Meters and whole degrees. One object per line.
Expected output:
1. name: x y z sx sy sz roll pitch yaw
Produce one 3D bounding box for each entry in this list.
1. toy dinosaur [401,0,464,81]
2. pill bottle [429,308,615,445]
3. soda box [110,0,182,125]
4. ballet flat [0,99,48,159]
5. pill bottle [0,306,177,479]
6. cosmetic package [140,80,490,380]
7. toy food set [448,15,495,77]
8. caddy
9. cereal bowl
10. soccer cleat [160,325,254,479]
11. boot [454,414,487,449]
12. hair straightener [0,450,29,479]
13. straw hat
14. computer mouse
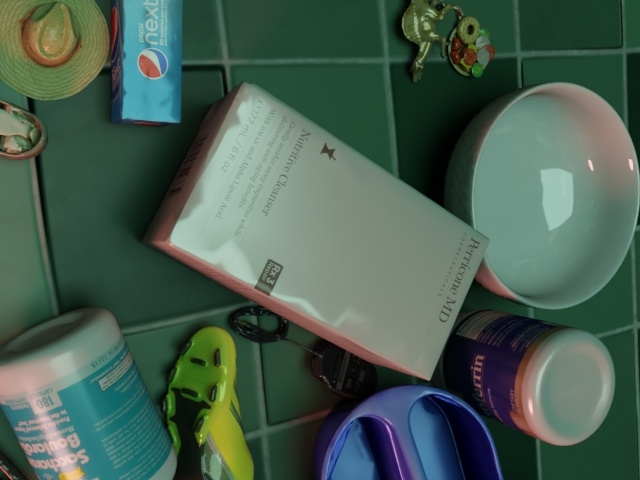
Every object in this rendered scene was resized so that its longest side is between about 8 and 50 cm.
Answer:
1. toy dinosaur: 0.154 -0.326 1.049 0.093 0.053 0.183 -14 101 -25
2. pill bottle: 0.264 0.180 1.030 0.153 0.265 0.153 -2 94 -27
3. soda box: -0.206 -0.243 0.855 0.071 0.067 0.209 -1 94 -28
4. ballet flat: -0.393 -0.143 0.764 0.213 0.068 0.072 19 85 -28
5. pill bottle: -0.256 0.219 0.822 0.146 0.146 0.263 -27 105 -24
6. cosmetic package: 0.000 0.000 0.921 0.385 0.156 0.217 28 79 -21
7. toy food set: 0.231 -0.293 1.111 0.083 0.020 0.083 32 79 -27
8. caddy: 0.125 0.358 0.978 0.242 0.179 0.341 -16 91 -12
9. cereal bowl: 0.320 -0.067 1.109 0.339 0.141 0.338 -2 95 -28
10. soccer cleat: -0.135 0.253 0.939 0.121 0.094 0.288 2 89 -59
11. boot: 0.212 0.360 1.126 0.086 0.069 0.189 8 90 -23
12. hair straightener: -0.396 0.264 0.816 0.089 0.047 0.230 -41 116 -19
13. straw hat: -0.299 -0.230 0.811 0.145 0.061 0.144 -2 95 -27
14. computer mouse: -0.022 0.157 1.007 0.242 0.041 0.071 31 60 -19
